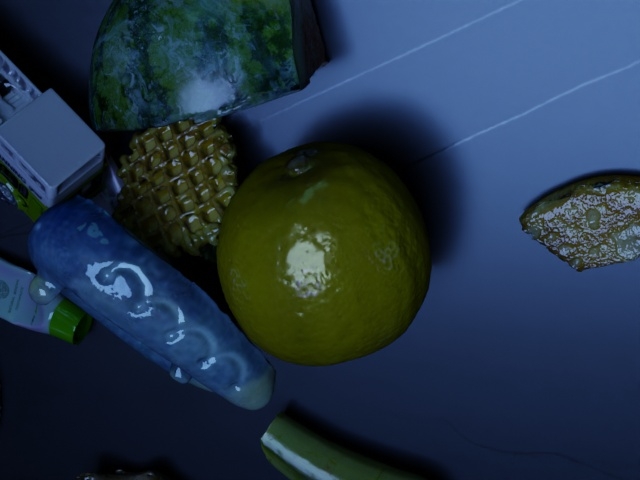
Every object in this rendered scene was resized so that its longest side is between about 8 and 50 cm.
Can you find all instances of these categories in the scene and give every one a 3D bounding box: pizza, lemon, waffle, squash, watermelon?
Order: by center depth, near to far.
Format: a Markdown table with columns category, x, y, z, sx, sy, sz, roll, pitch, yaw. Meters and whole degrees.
| category | x | y | z | sx | sy | sz | roll | pitch | yaw |
| --- | --- | --- | --- | --- | --- | --- | --- | --- | --- |
| lemon | 0.000 | 0.000 | 1.393 | 0.241 | 0.240 | 0.219 | -3 | 122 | 18 |
| pizza | 0.305 | -0.021 | 1.415 | 0.160 | 0.036 | 0.099 | -15 | 102 | 21 |
| watermelon | -0.158 | -0.206 | 1.445 | 0.305 | 0.180 | 0.223 | -10 | 60 | 23 |
| waffle | -0.168 | -0.065 | 1.496 | 0.191 | 0.038 | 0.191 | -8 | 70 | 23 |
| squash | 0.043 | 0.296 | 1.579 | 0.250 | 0.083 | 0.083 | 25 | 113 | 11 |

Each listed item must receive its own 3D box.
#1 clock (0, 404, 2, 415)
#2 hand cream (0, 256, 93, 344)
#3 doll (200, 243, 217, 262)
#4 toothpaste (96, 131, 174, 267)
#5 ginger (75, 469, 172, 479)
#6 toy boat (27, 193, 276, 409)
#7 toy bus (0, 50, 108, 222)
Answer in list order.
| category | x | y | z | sx | sy | sz | roll | pitch | yaw |
| --- | --- | --- | --- | --- | --- | --- | --- | --- | --- |
| clock | -0.588 | 0.205 | 1.745 | 0.313 | 0.061 | 0.312 | 5 | 109 | 16 |
| hand cream | -0.423 | 0.055 | 1.661 | 0.275 | 0.050 | 0.079 | 24 | 86 | 13 |
| doll | -0.150 | -0.026 | 1.547 | 0.113 | 0.077 | 0.078 | 26 | 145 | 40 |
| toothpaste | -0.240 | -0.041 | 1.577 | 0.048 | 0.031 | 0.190 | -30 | 93 | 32 |
| ginger | -0.195 | 0.382 | 1.685 | 0.290 | 0.084 | 0.122 | 32 | 135 | 0 |
| toy boat | -0.208 | 0.093 | 1.466 | 0.330 | 0.215 | 0.123 | 46 | 75 | -24 |
| toy bus | -0.387 | -0.156 | 1.508 | 0.301 | 0.113 | 0.139 | 45 | 153 | 3 |
